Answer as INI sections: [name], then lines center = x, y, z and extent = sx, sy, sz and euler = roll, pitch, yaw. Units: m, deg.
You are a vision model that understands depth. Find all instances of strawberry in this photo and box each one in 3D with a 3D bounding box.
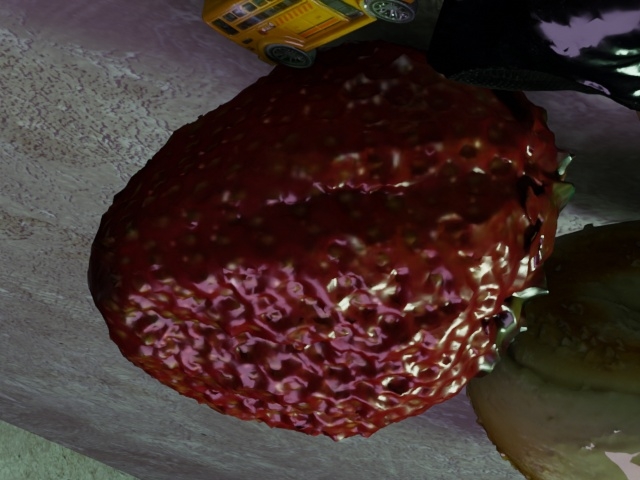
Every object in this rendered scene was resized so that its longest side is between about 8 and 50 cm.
[strawberry]
center = 0.000, 0.000, 0.966
extent = 0.288, 0.250, 0.238
euler = -2, 169, -20

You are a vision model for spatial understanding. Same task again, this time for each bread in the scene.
[bread]
center = 0.256, 0.096, 1.089
extent = 0.306, 0.305, 0.158
euler = 5, 119, 23

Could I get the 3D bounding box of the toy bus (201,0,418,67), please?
[toy bus]
center = 0.000, -0.153, 0.862
extent = 0.074, 0.069, 0.162
euler = 25, 160, -26

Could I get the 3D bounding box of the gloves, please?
[gloves]
center = 0.200, -0.092, 0.762
extent = 0.301, 0.152, 0.197
euler = 37, 170, 6
